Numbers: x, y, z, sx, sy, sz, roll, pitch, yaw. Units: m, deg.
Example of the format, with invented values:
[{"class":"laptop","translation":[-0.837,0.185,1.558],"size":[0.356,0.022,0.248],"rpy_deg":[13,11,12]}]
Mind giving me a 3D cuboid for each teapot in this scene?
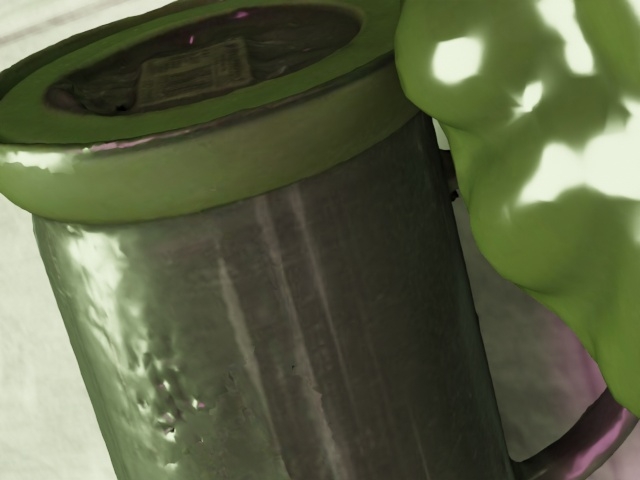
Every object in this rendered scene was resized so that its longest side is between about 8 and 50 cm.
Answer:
[{"class":"teapot","translation":[0.017,0.063,0.647],"size":[0.270,0.200,0.337],"rpy_deg":[-14,113,-1]}]

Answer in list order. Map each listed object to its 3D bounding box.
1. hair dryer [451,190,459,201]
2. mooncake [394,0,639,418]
[{"class":"hair dryer","translation":[-0.001,-0.007,0.738],"size":[0.154,0.054,0.106],"rpy_deg":[-19,98,37]},{"class":"mooncake","translation":[0.186,-0.084,0.428],"size":[0.356,0.194,0.356],"rpy_deg":[22,129,31]}]
